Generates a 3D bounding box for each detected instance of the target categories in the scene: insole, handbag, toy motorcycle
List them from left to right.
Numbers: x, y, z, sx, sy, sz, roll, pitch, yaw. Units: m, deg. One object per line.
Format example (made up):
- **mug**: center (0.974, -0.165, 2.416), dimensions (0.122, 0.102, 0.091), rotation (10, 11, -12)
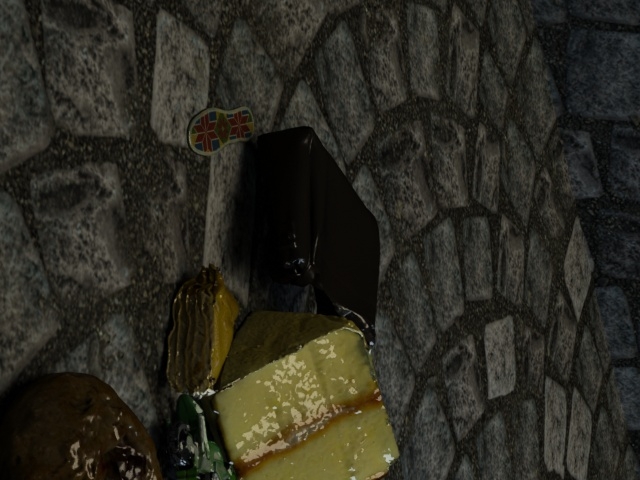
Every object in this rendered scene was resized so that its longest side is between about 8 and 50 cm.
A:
- **toy motorcycle**: center (-0.153, 0.298, 2.124), dimensions (0.106, 0.074, 0.190), rotation (-73, 148, -54)
- **insole**: center (-0.137, -0.156, 2.287), dimensions (0.193, 0.006, 0.065), rotation (-20, 105, -63)
- **handbag**: center (0.000, 0.000, 2.372), dimensions (0.285, 0.113, 0.257), rotation (53, 25, -49)

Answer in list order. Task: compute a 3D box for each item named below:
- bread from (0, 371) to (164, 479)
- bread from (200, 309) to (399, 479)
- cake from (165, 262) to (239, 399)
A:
- **bread**: center (-0.266, 0.261, 1.831), dimensions (0.230, 0.123, 0.230), rotation (-6, 90, -66)
- **bread**: center (-0.031, 0.261, 2.257), dimensions (0.236, 0.198, 0.263), rotation (-45, 125, -48)
- **cake**: center (-0.155, 0.131, 2.159), dimensions (0.116, 0.080, 0.185), rotation (57, 26, -66)
